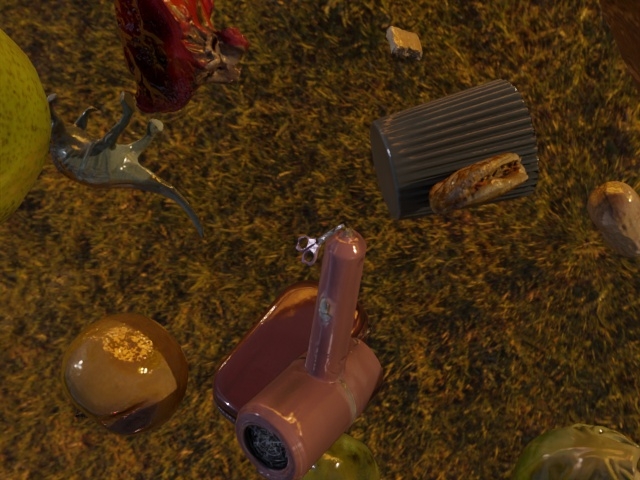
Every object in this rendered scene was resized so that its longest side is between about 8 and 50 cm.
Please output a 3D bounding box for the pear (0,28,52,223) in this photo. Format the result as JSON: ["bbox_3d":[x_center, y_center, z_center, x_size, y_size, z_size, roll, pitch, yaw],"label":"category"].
[{"bbox_3d":[-0.547,-0.153,0.829,0.390,0.391,0.392,0,90,23],"label":"pear"}]

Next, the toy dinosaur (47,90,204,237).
[{"bbox_3d":[-0.349,-0.148,1.095,0.205,0.092,0.393,-40,112,17],"label":"toy dinosaur"}]

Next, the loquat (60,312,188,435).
[{"bbox_3d":[-0.326,0.227,1.047,0.213,0.213,0.213,0,90,23],"label":"loquat"}]

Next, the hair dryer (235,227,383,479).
[{"bbox_3d":[-0.003,0.138,0.836,0.125,0.210,0.353,25,126,27],"label":"hair dryer"}]

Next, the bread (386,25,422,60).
[{"bbox_3d":[0.186,-0.436,1.381,0.035,0.083,0.070,-48,49,50],"label":"bread"}]

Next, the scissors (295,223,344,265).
[{"bbox_3d":[0.000,0.000,2.085,0.212,0.021,0.110,-36,67,34],"label":"scissors"}]

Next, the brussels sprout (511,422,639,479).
[{"bbox_3d":[0.729,0.741,1.775,0.360,0.342,0.426,-3,99,23],"label":"brussels sprout"}]

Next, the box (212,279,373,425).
[{"bbox_3d":[-0.067,0.268,1.452,0.263,0.108,0.404,24,58,32],"label":"box"}]

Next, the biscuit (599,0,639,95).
[{"bbox_3d":[0.417,-0.230,0.742,0.051,0.269,0.376,-28,93,14],"label":"biscuit"}]

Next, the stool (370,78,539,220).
[{"bbox_3d":[0.309,-0.206,1.510,0.329,0.297,0.298,-15,83,-2],"label":"stool"}]

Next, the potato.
[{"bbox_3d":[0.025,0.547,1.449,0.215,0.304,0.216,-6,68,14],"label":"potato"}]

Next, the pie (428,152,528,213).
[{"bbox_3d":[0.323,-0.117,1.289,0.178,0.205,0.084,-20,95,56],"label":"pie"}]

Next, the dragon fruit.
[{"bbox_3d":[-0.193,-0.295,0.917,0.211,0.134,0.262,37,145,25],"label":"dragon fruit"}]

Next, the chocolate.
[{"bbox_3d":[0.777,-0.048,1.606,0.134,0.309,0.134,-24,52,34],"label":"chocolate"}]
